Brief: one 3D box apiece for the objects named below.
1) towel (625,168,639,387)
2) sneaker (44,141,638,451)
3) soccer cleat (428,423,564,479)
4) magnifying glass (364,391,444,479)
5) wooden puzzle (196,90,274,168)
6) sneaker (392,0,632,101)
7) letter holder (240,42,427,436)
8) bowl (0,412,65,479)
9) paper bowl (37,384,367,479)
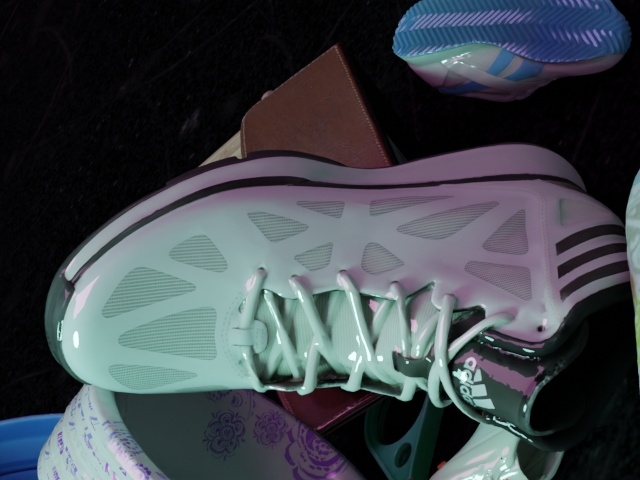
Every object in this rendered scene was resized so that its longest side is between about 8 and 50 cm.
[{"bbox_3d":[0.299,0.002,1.152,0.320,0.090,0.375,126,156,-46],"label":"towel"},{"bbox_3d":[0.041,0.050,1.324,0.257,0.447,0.169,-131,33,-58],"label":"sneaker"},{"bbox_3d":[0.128,0.183,1.396,0.196,0.068,0.076,-57,29,3],"label":"soccer cleat"},{"bbox_3d":[0.073,0.187,1.537,0.092,0.026,0.231,-44,32,33],"label":"magnifying glass"},{"bbox_3d":[-0.128,0.053,1.984,0.348,0.080,0.322,-43,31,43],"label":"wooden puzzle"},{"bbox_3d":[0.178,-0.172,1.630,0.228,0.092,0.087,4,65,41],"label":"sneaker"},{"bbox_3d":[0.000,0.000,1.636,0.214,0.152,0.302,-34,32,10],"label":"letter holder"},{"bbox_3d":[-0.207,0.295,1.570,0.391,0.391,0.077,-106,21,-55],"label":"bowl"},{"bbox_3d":[-0.089,0.225,1.440,0.148,0.284,0.284,-57,26,17],"label":"paper bowl"}]
